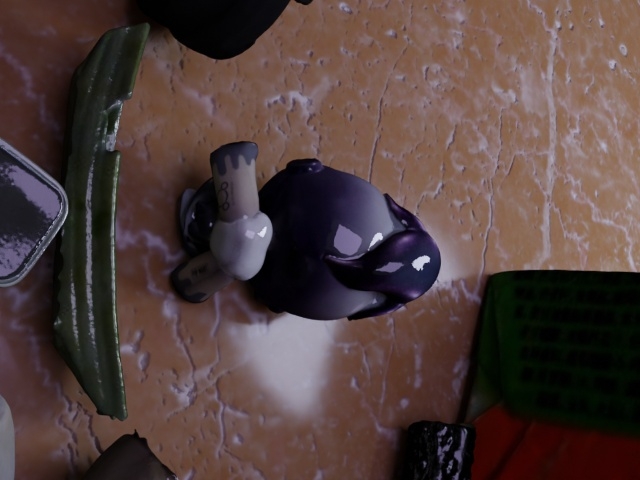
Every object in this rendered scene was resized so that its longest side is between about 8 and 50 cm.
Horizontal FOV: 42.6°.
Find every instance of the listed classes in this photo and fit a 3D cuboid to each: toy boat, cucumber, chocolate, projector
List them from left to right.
[{"bbox_3d":[-0.231,-0.015,0.547,0.083,0.082,0.083,43,59,-27],"label":"projector"},{"bbox_3d":[-0.163,-0.017,0.601,0.055,0.093,0.292,4,80,-21],"label":"toy boat"},{"bbox_3d":[0.093,0.314,0.778,0.072,0.072,0.300,27,68,-34],"label":"cucumber"},{"bbox_3d":[0.324,0.207,0.817,0.161,0.360,0.341,41,59,-43],"label":"chocolate"}]

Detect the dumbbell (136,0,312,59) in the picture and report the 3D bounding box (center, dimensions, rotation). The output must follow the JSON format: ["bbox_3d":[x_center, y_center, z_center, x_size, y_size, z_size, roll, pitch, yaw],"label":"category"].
[{"bbox_3d":[-0.153,-0.269,0.585,0.388,0.185,0.185,20,71,-36],"label":"dumbbell"}]

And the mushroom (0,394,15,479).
[{"bbox_3d":[-0.247,0.225,0.496,0.118,0.103,0.270,1,93,-36],"label":"mushroom"}]

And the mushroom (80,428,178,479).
[{"bbox_3d":[-0.112,0.235,0.580,0.117,0.141,0.188,-42,109,-12],"label":"mushroom"}]

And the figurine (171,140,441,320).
[{"bbox_3d":[0.000,0.000,0.700,0.222,0.145,0.145,7,79,-34],"label":"figurine"}]
